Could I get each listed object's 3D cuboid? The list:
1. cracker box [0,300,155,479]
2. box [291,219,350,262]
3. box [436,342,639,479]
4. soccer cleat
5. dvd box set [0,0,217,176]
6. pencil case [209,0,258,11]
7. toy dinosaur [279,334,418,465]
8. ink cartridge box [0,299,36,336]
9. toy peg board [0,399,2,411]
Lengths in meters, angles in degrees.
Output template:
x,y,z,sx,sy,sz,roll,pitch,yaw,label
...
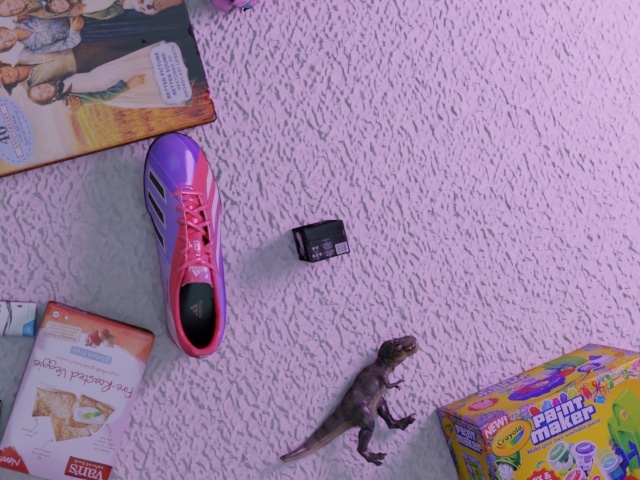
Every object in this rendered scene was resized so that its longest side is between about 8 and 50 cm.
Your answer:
x,y,z,sx,sy,sz,roll,pitch,yaw,label
-0.341,0.217,1.382,0.155,0.067,0.232,18,87,-13,cracker box
0.000,0.000,1.459,0.062,0.083,0.052,-15,95,-14,box
0.374,0.343,1.514,0.289,0.177,0.279,-21,95,-13,box
-0.180,0.008,1.384,0.108,0.116,0.318,-7,98,-15,soccer cleat
-0.384,-0.260,1.369,0.420,0.062,0.308,-16,94,-14,dvd box set
-0.041,-0.418,1.350,0.124,0.284,0.124,27,52,-41,pencil case
0.071,0.265,1.496,0.118,0.064,0.268,44,83,-4,toy dinosaur
-0.438,0.107,1.375,0.083,0.028,0.048,3,90,-14,ink cartridge box
-0.522,0.291,1.330,0.161,0.079,0.161,8,89,-15,toy peg board
